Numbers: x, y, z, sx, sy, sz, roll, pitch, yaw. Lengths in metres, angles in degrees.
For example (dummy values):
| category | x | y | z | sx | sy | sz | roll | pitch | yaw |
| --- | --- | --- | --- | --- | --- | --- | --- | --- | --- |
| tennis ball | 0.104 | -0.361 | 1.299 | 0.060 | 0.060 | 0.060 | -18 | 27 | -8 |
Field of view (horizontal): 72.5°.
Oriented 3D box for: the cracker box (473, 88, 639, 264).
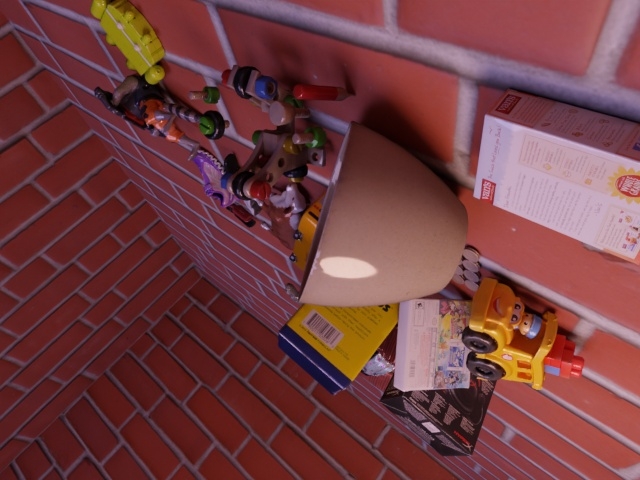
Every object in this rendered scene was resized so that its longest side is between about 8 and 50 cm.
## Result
| category | x | y | z | sx | sy | sz | roll | pitch | yaw |
| --- | --- | --- | --- | --- | --- | --- | --- | --- | --- |
| cracker box | 0.323 | -0.084 | 0.560 | 0.232 | 0.067 | 0.155 | 30 | 155 | 29 |

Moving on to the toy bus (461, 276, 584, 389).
| category | x | y | z | sx | sy | sz | roll | pitch | yaw |
| --- | --- | --- | --- | --- | --- | --- | --- | --- | --- |
| toy bus | 0.407 | 0.197 | 0.871 | 0.212 | 0.149 | 0.220 | 9 | 140 | 35 |

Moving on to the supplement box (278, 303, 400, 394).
| category | x | y | z | sx | sy | sz | roll | pitch | yaw |
| --- | --- | --- | --- | --- | --- | --- | --- | --- | --- |
| supplement box | 0.083 | 0.173 | 1.077 | 0.195 | 0.356 | 0.194 | 39 | 159 | 11 |

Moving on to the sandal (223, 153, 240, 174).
| category | x | y | z | sx | sy | sz | roll | pitch | yaw |
| --- | --- | --- | --- | --- | --- | --- | --- | --- | --- |
| sandal | -0.272 | -0.204 | 1.407 | 0.040 | 0.067 | 0.179 | 25 | 152 | 15 |

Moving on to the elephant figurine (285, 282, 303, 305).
| category | x | y | z | sx | sy | sz | roll | pitch | yaw |
| --- | --- | --- | --- | --- | --- | --- | --- | --- | --- |
| elephant figurine | -0.020 | 0.239 | 1.705 | 0.170 | 0.186 | 0.239 | -3 | 111 | 16 |

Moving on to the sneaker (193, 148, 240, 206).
| category | x | y | z | sx | sy | sz | roll | pitch | yaw |
| --- | --- | --- | --- | --- | --- | --- | --- | --- | --- |
| sneaker | -0.374 | -0.209 | 1.521 | 0.236 | 0.104 | 0.095 | 47 | 160 | -8 |

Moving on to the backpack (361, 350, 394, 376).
| category | x | y | z | sx | sy | sz | roll | pitch | yaw |
| --- | --- | --- | --- | --- | --- | --- | --- | --- | --- |
| backpack | 0.231 | 0.443 | 1.669 | 0.115 | 0.152 | 0.182 | 37 | 147 | -1 |

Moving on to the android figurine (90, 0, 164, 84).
| category | x | y | z | sx | sy | sz | roll | pitch | yaw |
| --- | --- | --- | --- | --- | --- | --- | --- | --- | --- |
| android figurine | -0.517 | -0.549 | 1.193 | 0.273 | 0.056 | 0.248 | 14 | 145 | 55 |

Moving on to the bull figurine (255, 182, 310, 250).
| category | x | y | z | sx | sy | sz | roll | pitch | yaw |
| --- | --- | --- | --- | --- | --- | --- | --- | --- | --- |
| bull figurine | -0.114 | -0.076 | 1.319 | 0.188 | 0.101 | 0.310 | 38 | 157 | 23 |

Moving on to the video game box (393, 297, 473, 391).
| category | x | y | z | sx | sy | sz | roll | pitch | yaw |
| --- | --- | --- | --- | --- | --- | --- | --- | --- | --- |
| video game box | 0.261 | 0.232 | 0.994 | 0.187 | 0.205 | 0.048 | 7 | 176 | -22 |

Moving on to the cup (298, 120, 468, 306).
| category | x | y | z | sx | sy | sz | roll | pitch | yaw |
| --- | --- | --- | --- | --- | --- | --- | --- | --- | --- |
| cup | 0.117 | -0.018 | 0.782 | 0.237 | 0.330 | 0.331 | 16 | 158 | -2 |

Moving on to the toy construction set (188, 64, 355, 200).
| category | x | y | z | sx | sy | sz | roll | pitch | yaw |
| --- | --- | --- | --- | --- | --- | --- | --- | --- | --- |
| toy construction set | -0.057 | -0.225 | 0.870 | 0.309 | 0.237 | 0.257 | -9 | 96 | 44 |

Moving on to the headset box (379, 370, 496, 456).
| category | x | y | z | sx | sy | sz | roll | pitch | yaw |
| --- | --- | --- | --- | --- | --- | --- | --- | --- | --- |
| headset box | 0.316 | 0.348 | 1.105 | 0.218 | 0.293 | 0.110 | 41 | 144 | -4 |

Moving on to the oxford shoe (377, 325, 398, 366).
| category | x | y | z | sx | sy | sz | roll | pitch | yaw |
| --- | --- | --- | --- | --- | --- | --- | --- | --- | --- |
| oxford shoe | 0.243 | 0.347 | 1.523 | 0.348 | 0.123 | 0.130 | 28 | -179 | 31 |

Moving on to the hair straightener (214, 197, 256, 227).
| category | x | y | z | sx | sy | sz | roll | pitch | yaw |
| --- | --- | --- | --- | --- | --- | --- | --- | --- | --- |
| hair straightener | -0.338 | -0.111 | 1.724 | 0.230 | 0.047 | 0.089 | 31 | 156 | 29 |

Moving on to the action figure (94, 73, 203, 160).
| category | x | y | z | sx | sy | sz | roll | pitch | yaw |
| --- | --- | --- | --- | --- | --- | --- | --- | --- | --- |
| action figure | -0.502 | -0.404 | 1.384 | 0.330 | 0.178 | 0.341 | 44 | -173 | 16 |

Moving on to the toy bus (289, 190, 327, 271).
| category | x | y | z | sx | sy | sz | roll | pitch | yaw |
| --- | --- | --- | --- | --- | --- | --- | --- | --- | --- |
| toy bus | 0.000 | 0.000 | 1.213 | 0.108 | 0.130 | 0.332 | 39 | 159 | 8 |

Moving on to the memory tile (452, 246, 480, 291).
| category | x | y | z | sx | sy | sz | roll | pitch | yaw |
| --- | --- | --- | --- | --- | --- | --- | --- | --- | --- |
| memory tile | 0.294 | 0.048 | 0.944 | 0.113 | 0.012 | 0.148 | 27 | 155 | 36 |

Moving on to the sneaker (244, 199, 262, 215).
| category | x | y | z | sx | sy | sz | roll | pitch | yaw |
| --- | --- | --- | --- | --- | --- | --- | --- | --- | --- |
| sneaker | -0.237 | -0.138 | 1.485 | 0.061 | 0.054 | 0.152 | 42 | 160 | 12 |

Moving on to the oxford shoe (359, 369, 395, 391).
| category | x | y | z | sx | sy | sz | roll | pitch | yaw |
| --- | --- | --- | --- | --- | --- | --- | --- | --- | --- |
| oxford shoe | 0.235 | 0.515 | 1.823 | 0.397 | 0.146 | 0.140 | 23 | 136 | 7 |
